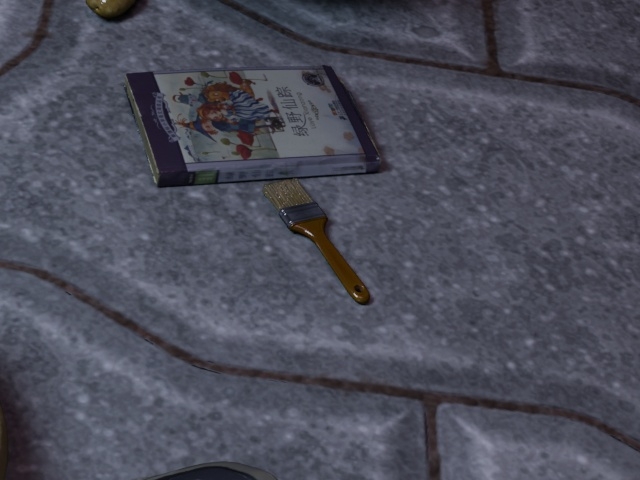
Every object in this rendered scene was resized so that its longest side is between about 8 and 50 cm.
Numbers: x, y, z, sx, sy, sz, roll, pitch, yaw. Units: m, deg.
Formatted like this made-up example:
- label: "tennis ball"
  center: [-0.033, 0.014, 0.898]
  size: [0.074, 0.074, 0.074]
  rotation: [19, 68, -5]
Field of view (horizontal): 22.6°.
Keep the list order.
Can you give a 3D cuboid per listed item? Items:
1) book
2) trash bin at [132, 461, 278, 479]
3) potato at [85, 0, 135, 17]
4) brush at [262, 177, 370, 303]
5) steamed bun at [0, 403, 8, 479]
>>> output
- label: "book"
  center: [-0.069, -0.120, 1.606]
  size: [0.231, 0.026, 0.157]
  rotation: [-5, 44, -19]
- label: "trash bin"
  center: [-0.114, 0.268, 0.970]
  size: [0.209, 0.290, 0.182]
  rotation: [-17, 50, -29]
- label: "potato"
  center: [-0.221, -0.269, 1.718]
  size: [0.051, 0.040, 0.083]
  rotation: [15, 40, 9]
- label: "brush"
  center: [0.000, 0.000, 1.502]
  size: [0.043, 0.014, 0.170]
  rotation: [-14, 50, -29]
- label: "steamed bun"
  center: [-0.336, 0.108, 1.225]
  size: [0.231, 0.110, 0.212]
  rotation: [14, 59, -3]
